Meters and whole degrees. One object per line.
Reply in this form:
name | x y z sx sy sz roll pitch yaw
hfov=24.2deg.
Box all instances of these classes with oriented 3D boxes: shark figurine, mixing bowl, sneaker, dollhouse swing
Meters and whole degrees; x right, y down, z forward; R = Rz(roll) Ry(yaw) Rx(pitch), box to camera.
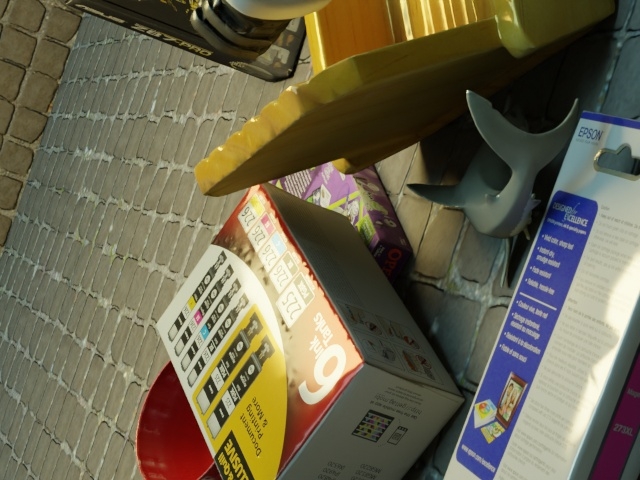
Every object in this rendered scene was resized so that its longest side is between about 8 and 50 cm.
shark figurine | 0.132 -0.047 1.257 0.278 0.116 0.166 -40 -36 -86
mixing bowl | -0.117 0.214 1.707 0.181 0.098 0.181 -29 48 37
sneaker | -0.062 -0.219 1.392 0.147 0.104 0.296 -48 7 24
dollhouse swing | 0.039 -0.227 1.406 0.347 0.304 0.315 -31 65 59

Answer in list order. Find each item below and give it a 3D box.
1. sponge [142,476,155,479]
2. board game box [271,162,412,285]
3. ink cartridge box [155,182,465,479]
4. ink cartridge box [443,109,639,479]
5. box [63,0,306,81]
sponge | -0.199 0.349 1.790 0.210 0.117 0.031 -45 31 47
board game box | 0.000 0.000 1.708 0.347 0.056 0.208 -109 39 -57
ink cartridge box | -0.040 0.142 1.460 0.272 0.130 0.309 -55 36 18
ink cartridge box | 0.197 0.090 1.140 0.176 0.069 0.371 29 101 69
box | -0.140 -0.455 2.050 0.097 0.318 0.395 -1 70 68
